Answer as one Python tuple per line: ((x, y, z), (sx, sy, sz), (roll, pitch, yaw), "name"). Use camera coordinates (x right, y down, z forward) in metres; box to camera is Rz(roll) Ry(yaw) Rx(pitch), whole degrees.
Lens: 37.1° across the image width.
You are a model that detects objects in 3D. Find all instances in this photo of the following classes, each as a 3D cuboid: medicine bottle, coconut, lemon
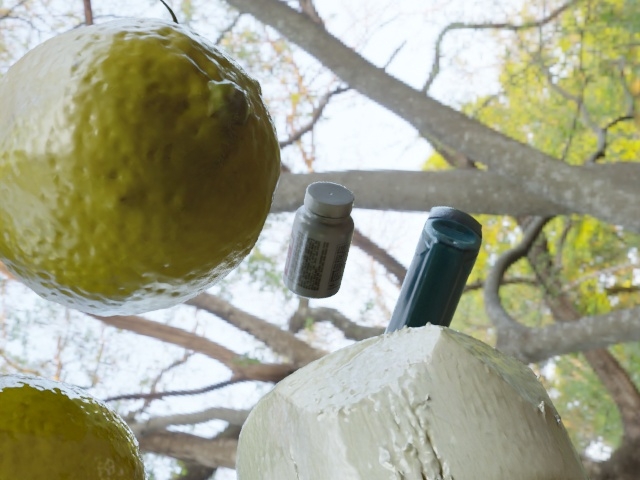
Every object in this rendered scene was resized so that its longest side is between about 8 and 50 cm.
((0.000, 0.000, 1.226), (0.079, 0.079, 0.140), (-33, -38, -50), "medicine bottle")
((0.139, 0.086, 1.257), (0.124, 0.079, 0.258), (-58, -13, -79), "medicine bottle")
((0.063, 0.175, 0.654), (0.245, 0.245, 0.247), (52, -164, -47), "coconut")
((-0.207, -0.074, 1.010), (0.336, 0.336, 0.336), (-14, -73, -55), "lemon")
((-0.325, 0.259, 0.984), (0.319, 0.245, 0.245), (21, -104, -28), "lemon")

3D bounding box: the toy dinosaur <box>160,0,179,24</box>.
((-0.185, -0.249, 1.319), (0.037, 0.058, 0.180), (-45, -46, -62), "toy dinosaur")
